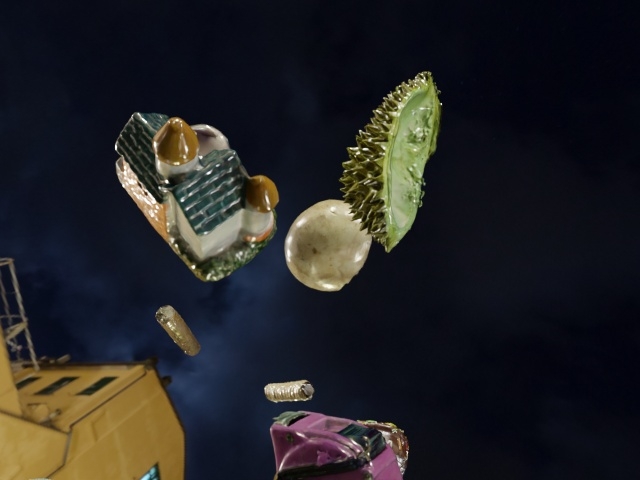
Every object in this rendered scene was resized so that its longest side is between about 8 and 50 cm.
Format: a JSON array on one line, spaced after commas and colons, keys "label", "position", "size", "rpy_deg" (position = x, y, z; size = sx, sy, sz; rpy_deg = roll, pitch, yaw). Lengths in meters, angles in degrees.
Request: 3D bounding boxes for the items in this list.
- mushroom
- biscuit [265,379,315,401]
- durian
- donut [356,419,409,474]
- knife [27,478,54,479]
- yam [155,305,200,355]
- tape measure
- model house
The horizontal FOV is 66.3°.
[{"label": "mushroom", "position": [0.000, 0.000, 1.265], "size": [0.189, 0.195, 0.254], "rpy_deg": [15, -61, -29]}, {"label": "biscuit", "position": [-0.094, 0.451, 1.471], "size": [0.219, 0.055, 0.061], "rpy_deg": [-27, -84, 49]}, {"label": "durian", "position": [0.169, -0.181, 1.025], "size": [0.198, 0.163, 0.394], "rpy_deg": [23, -100, -13]}, {"label": "donut", "position": [0.111, 0.542, 1.213], "size": [0.235, 0.089, 0.235], "rpy_deg": [-2, -53, -2]}, {"label": "knife", "position": [-0.335, 0.474, 0.883], "size": [0.398, 0.132, 0.038], "rpy_deg": [19, -90, -24]}, {"label": "yam", "position": [-0.216, 0.143, 0.757], "size": [0.032, 0.032, 0.145], "rpy_deg": [19, -29, 15]}, {"label": "tape measure", "position": [0.018, 0.435, 0.864], "size": [0.245, 0.149, 0.232], "rpy_deg": [-7, -96, 31]}, {"label": "model house", "position": [-0.183, -0.110, 0.766], "size": [0.271, 0.190, 0.301], "rpy_deg": [50, -23, 9]}]
